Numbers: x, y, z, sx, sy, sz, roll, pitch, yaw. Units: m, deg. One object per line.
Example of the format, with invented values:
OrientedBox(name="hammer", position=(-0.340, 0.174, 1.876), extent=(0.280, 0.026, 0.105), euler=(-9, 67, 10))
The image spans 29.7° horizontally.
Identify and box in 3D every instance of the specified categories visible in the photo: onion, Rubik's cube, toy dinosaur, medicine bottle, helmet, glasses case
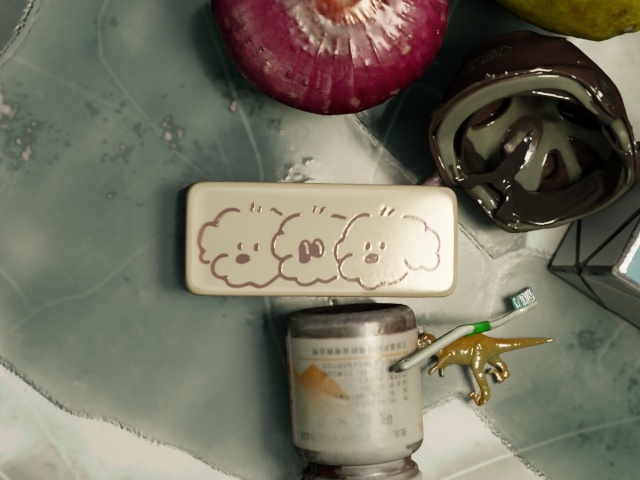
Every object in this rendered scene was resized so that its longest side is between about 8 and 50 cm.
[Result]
OrientedBox(name="onion", position=(0.016, -0.262, 1.441), extent=(0.256, 0.272, 0.230), euler=(-27, 103, 25))
OrientedBox(name="Rubik's cube", position=(0.453, 0.005, 1.545), extent=(0.205, 0.207, 0.205), euler=(31, 84, -12))
OrientedBox(name="toy dinosaur", position=(0.210, 0.134, 1.579), extent=(0.162, 0.039, 0.126), euler=(-40, 97, -10))
OrientedBox(name="medicine bottle", position=(0.044, 0.218, 1.478), extent=(0.165, 0.165, 0.273), euler=(-4, 90, -12))
OrientedBox(name="helmet", position=(0.258, -0.158, 1.482), extent=(0.225, 0.177, 0.305), euler=(-19, 135, 26))
OrientedBox(name="glasses case", position=(0.000, 0.000, 1.496), extent=(0.336, 0.076, 0.144), euler=(0, 88, -7))

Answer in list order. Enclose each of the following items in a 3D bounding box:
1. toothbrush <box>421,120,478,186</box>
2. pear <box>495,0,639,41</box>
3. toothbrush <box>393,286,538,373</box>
OrientedBox(name="toothbrush", position=(0.126, -0.047, 1.564), extent=(0.021, 0.027, 0.269), euler=(35, 83, 5))
OrientedBox(name="pear", position=(0.316, -0.430, 1.452), extent=(0.351, 0.352, 0.414), euler=(-22, 88, -11))
OrientedBox(name="toothbrush", position=(0.187, 0.113, 1.498), extent=(0.304, 0.030, 0.030), euler=(-22, 96, -47))
